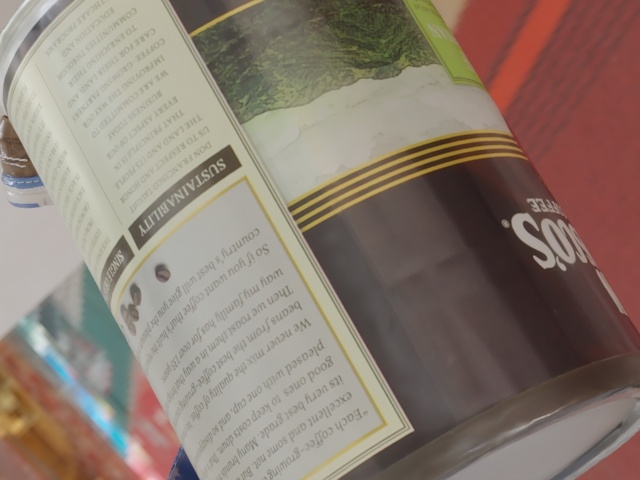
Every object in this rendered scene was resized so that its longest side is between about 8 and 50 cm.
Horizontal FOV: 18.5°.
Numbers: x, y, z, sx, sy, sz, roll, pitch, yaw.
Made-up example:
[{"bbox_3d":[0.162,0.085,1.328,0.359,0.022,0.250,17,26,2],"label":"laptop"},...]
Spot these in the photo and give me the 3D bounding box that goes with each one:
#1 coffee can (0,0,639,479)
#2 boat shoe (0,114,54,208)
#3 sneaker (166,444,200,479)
[{"bbox_3d":[0.000,0.000,0.875,0.275,0.201,0.201,60,168,17],"label":"coffee can"},{"bbox_3d":[-0.120,-0.078,1.256,0.066,0.183,0.066,25,132,53],"label":"boat shoe"},{"bbox_3d":[-0.046,0.151,1.133,0.090,0.081,0.232,22,-160,-2],"label":"sneaker"}]
